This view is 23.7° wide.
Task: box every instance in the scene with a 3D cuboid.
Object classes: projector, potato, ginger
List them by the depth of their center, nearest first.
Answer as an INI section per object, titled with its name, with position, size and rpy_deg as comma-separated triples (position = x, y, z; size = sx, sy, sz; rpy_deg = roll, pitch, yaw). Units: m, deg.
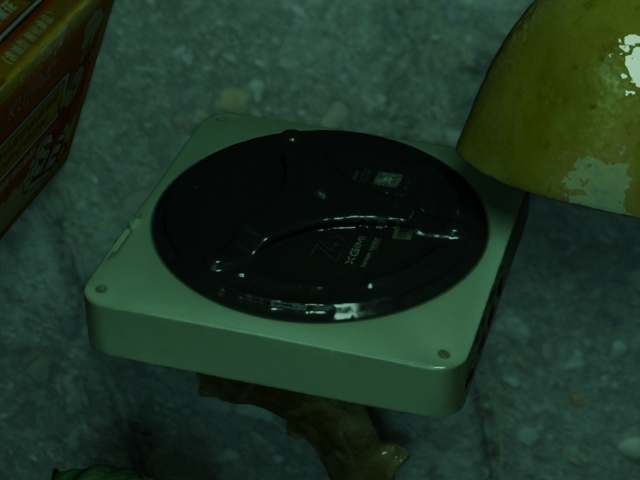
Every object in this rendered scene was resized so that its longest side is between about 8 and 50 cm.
[potato]
position = 0.202, -0.107, 0.990
size = 0.203, 0.178, 0.158
rpy_deg = 26, 116, 33
[projector]
position = 0.000, 0.000, 1.064
size = 0.259, 0.257, 0.079
rpy_deg = 10, 126, 13
[ginger]
position = -0.026, 0.131, 1.276
size = 0.131, 0.086, 0.294
rpy_deg = -28, 116, 9

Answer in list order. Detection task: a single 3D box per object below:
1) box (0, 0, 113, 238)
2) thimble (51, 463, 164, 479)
[box]
position = -0.329, -0.118, 1.087
size = 0.260, 0.283, 0.213
rpy_deg = 24, 129, 3
[thimble]
position = -0.189, 0.315, 1.373
size = 0.150, 0.219, 0.219
rpy_deg = 12, 126, 12
